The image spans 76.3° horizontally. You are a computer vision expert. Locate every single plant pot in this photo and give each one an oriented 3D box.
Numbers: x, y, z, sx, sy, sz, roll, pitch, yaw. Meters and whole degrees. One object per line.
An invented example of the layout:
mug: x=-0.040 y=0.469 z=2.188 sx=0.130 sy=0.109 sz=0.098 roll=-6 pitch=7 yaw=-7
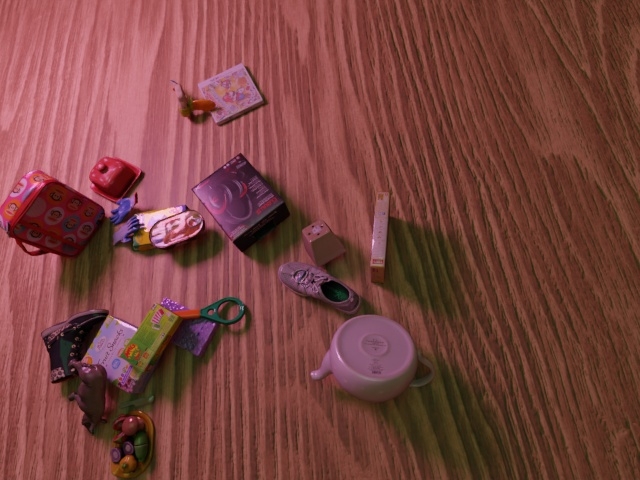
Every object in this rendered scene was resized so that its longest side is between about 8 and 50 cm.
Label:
plant pot: x=0.000 y=0.000 z=1.294 sx=0.109 sy=0.096 sz=0.109 roll=-31 pitch=42 yaw=-4

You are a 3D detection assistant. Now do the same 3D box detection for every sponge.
sponge: x=-0.441 y=0.276 z=1.305 sx=0.210 sy=0.031 sz=0.117 roll=21 pitch=72 yaw=16

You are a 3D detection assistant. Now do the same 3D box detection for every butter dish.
butter dish: x=-0.785 y=-0.248 z=1.509 sx=0.160 sy=0.118 sz=0.160 roll=26 pitch=75 yaw=16

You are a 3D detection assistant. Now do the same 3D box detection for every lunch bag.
lunch bag: x=-0.903 y=-0.066 z=1.362 sx=0.120 sy=0.293 sz=0.258 roll=27 pitch=79 yaw=18

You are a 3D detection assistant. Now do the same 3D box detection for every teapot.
teapot: x=0.145 y=0.344 z=1.121 sx=0.252 sy=0.187 sz=0.256 roll=-29 pitch=47 yaw=-33

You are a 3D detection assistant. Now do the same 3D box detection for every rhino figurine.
rhino figurine: x=-0.681 y=0.469 z=1.205 sx=0.106 sy=0.073 sz=0.244 roll=9 pitch=102 yaw=19

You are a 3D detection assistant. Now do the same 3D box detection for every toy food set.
toy food set: x=-0.561 y=0.572 z=1.185 sx=0.128 sy=0.071 sz=0.218 roll=-8 pitch=68 yaw=5

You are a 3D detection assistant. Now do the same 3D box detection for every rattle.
rattle: x=-0.511 y=-0.581 z=1.614 sx=0.142 sy=0.130 sz=0.200 roll=-27 pitch=40 yaw=2

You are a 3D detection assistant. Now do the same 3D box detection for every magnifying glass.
magnifying glass: x=-0.355 y=0.229 z=1.290 sx=0.230 sy=0.026 sz=0.092 roll=-4 pitch=53 yaw=-6

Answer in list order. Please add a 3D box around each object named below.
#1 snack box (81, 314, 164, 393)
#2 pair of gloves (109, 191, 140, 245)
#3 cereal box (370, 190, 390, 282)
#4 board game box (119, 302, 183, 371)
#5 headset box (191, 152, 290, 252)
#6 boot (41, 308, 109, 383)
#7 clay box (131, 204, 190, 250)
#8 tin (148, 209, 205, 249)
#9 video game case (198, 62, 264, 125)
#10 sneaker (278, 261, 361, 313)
snack box: x=-0.615 y=0.356 z=1.278 sx=0.207 sy=0.070 sz=0.175 roll=18 pitch=73 yaw=16
pair of gloves: x=-0.698 y=-0.072 z=1.448 sx=0.159 sy=0.023 sz=0.198 roll=-29 pitch=61 yaw=26
cereal box: x=0.184 y=-0.006 z=1.250 sx=0.047 sy=0.173 sz=0.240 roll=5 pitch=69 yaw=10
board game box: x=-0.507 y=0.291 z=1.227 sx=0.092 sy=0.043 sz=0.181 roll=26 pitch=74 yaw=13
headset box: x=-0.261 y=-0.121 z=1.390 sx=0.218 sy=0.110 sz=0.293 roll=-38 pitch=69 yaw=-8
boot: x=-0.771 y=0.334 z=1.302 sx=0.236 sy=0.085 sz=0.179 roll=-24 pitch=70 yaw=5
clay box: x=-0.570 y=-0.042 z=1.434 sx=0.221 sy=0.053 sz=0.128 roll=-10 pitch=68 yaw=3
tin: x=-0.481 y=-0.036 z=1.372 sx=0.189 sy=0.040 sz=0.106 roll=-20 pitch=73 yaw=-2
video game case: x=-0.361 y=-0.588 z=1.631 sx=0.206 sy=0.026 sz=0.227 roll=-27 pitch=68 yaw=-3
sneaker: x=-0.004 y=0.129 z=1.254 sx=0.281 sy=0.115 sz=0.105 roll=20 pitch=73 yaw=15
